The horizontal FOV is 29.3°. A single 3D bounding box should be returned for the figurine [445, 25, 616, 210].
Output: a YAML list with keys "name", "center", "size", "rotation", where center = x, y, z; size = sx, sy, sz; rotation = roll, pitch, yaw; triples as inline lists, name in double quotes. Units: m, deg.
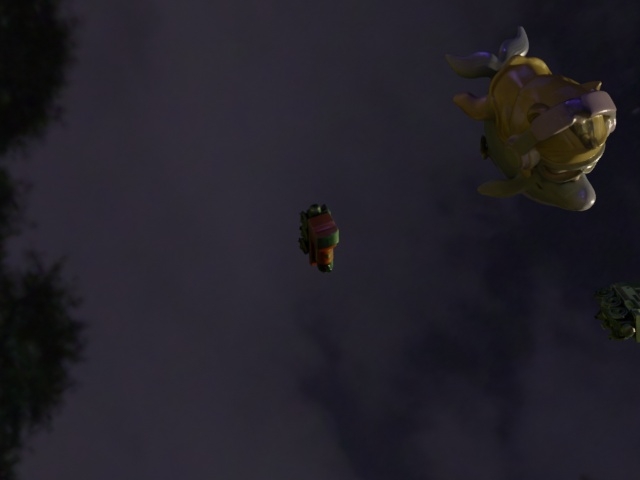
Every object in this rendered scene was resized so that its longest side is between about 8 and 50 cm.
- name: "figurine"
  center: [0.214, -0.120, 1.225]
  size: [0.208, 0.128, 0.184]
  rotation: [62, -19, 12]

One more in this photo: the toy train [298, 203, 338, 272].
- name: "toy train"
  center: [0.000, 0.000, 1.611]
  size: [0.103, 0.044, 0.064]
  rotation: [90, -23, -52]

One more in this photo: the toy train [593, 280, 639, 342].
- name: "toy train"
  center: [0.294, 0.068, 1.172]
  size: [0.083, 0.053, 0.033]
  rotation: [-105, -172, -68]
